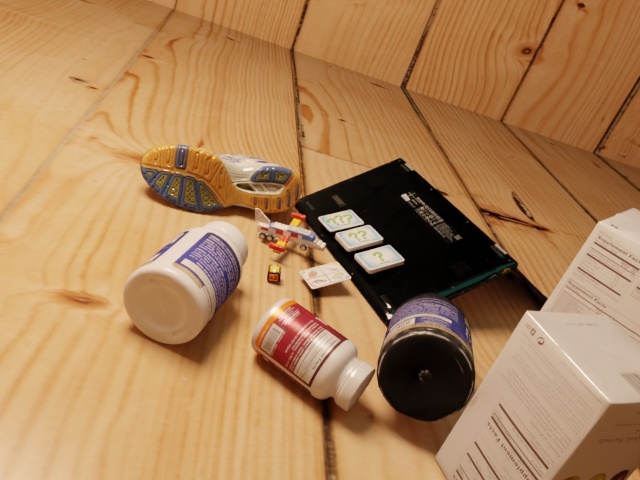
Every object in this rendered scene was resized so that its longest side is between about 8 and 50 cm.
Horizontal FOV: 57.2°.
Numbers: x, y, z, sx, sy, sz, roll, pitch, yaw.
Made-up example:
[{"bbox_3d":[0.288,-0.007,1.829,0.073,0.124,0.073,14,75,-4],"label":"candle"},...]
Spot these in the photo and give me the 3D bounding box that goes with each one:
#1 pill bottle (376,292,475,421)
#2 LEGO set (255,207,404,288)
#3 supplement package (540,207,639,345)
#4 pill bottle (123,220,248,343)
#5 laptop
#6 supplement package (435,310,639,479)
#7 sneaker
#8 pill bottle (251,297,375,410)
[{"bbox_3d":[0.149,0.147,0.817,0.122,0.123,0.219,25,16,6],"label":"pill bottle"},{"bbox_3d":[0.000,0.000,1.014,0.244,0.060,0.182,-13,41,-27],"label":"LEGO set"},{"bbox_3d":[0.525,0.114,1.007,0.199,0.263,0.198,-13,43,-46],"label":"supplement package"},{"bbox_3d":[-0.170,0.046,0.797,0.111,0.112,0.187,25,28,5],"label":"pill bottle"},{"bbox_3d":[0.218,0.033,1.194,0.407,0.237,0.382,-23,44,-15],"label":"laptop"},{"bbox_3d":[0.260,0.216,0.662,0.138,0.244,0.134,5,31,-27],"label":"supplement package"},{"bbox_3d":[-0.189,-0.114,1.101,0.296,0.112,0.131,11,13,-24],"label":"sneaker"},{"bbox_3d":[-0.008,0.148,0.761,0.152,0.086,0.086,34,30,19],"label":"pill bottle"}]
